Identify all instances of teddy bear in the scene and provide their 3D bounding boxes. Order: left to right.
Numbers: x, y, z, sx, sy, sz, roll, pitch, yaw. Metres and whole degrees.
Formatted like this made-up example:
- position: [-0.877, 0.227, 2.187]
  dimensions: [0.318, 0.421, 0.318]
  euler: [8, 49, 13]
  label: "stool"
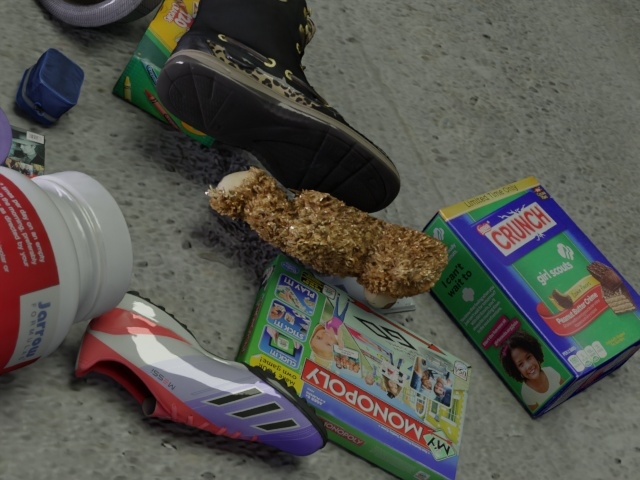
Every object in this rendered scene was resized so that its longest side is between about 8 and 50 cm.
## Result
- position: [0.000, 0.000, 1.910]
  dimensions: [0.338, 0.245, 0.113]
  euler: [24, 83, -12]
  label: "teddy bear"

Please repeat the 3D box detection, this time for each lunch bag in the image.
- position: [-0.368, -0.202, 1.911]
  dimensions: [0.067, 0.065, 0.098]
  euler: [38, 34, -25]
  label: "lunch bag"

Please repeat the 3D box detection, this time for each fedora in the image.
- position: [-0.313, -0.428, 2.095]
  dimensions: [0.275, 0.243, 0.124]
  euler: [54, 11, 25]
  label: "fedora"

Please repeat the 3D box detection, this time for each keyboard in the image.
- position: [0.029, 0.078, 1.982]
  dimensions: [0.256, 0.014, 0.072]
  euler: [-4, 49, -41]
  label: "keyboard"

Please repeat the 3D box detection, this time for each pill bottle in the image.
- position: [-0.407, 0.047, 1.493]
  dimensions: [0.407, 0.229, 0.229]
  euler: [-18, 64, -46]
  label: "pill bottle"

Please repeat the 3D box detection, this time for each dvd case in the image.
- position: [-0.398, -0.104, 1.828]
  dimensions: [0.087, 0.013, 0.119]
  euler: [16, 44, -25]
  label: "dvd case"

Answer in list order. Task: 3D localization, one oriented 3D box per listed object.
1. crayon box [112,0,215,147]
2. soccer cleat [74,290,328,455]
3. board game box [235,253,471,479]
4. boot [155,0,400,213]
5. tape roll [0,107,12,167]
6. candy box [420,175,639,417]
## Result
- position: [-0.185, -0.278, 2.117]
  dimensions: [0.165, 0.081, 0.278]
  euler: [30, 39, -11]
  label: "crayon box"
- position: [-0.141, 0.186, 1.681]
  dimensions: [0.318, 0.108, 0.116]
  euler: [33, 57, -8]
  label: "soccer cleat"
- position: [0.047, 0.175, 1.856]
  dimensions: [0.317, 0.046, 0.213]
  euler: [30, 40, -13]
  label: "board game box"
- position: [-0.042, -0.221, 2.015]
  dimensions: [0.377, 0.138, 0.284]
  euler: [27, 40, -17]
  label: "boot"
- position: [-0.476, -0.117, 1.715]
  dimensions: [0.189, 0.080, 0.189]
  euler: [17, 44, -17]
  label: "tape roll"
- position: [0.320, 0.074, 2.124]
  dimensions: [0.268, 0.122, 0.317]
  euler: [-21, 65, -47]
  label: "candy box"
